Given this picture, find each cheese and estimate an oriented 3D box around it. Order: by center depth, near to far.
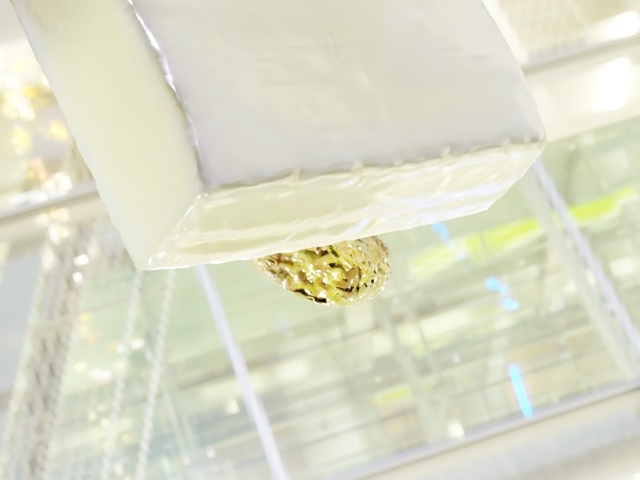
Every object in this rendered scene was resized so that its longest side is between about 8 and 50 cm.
[{"bbox_3d":[-0.025,-0.116,1.002,0.124,0.265,0.243,-49,-121,48],"label":"cheese"}]

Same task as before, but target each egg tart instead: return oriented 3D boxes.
[{"bbox_3d":[0.000,0.000,1.289,0.129,0.128,0.049,87,20,-53],"label":"egg tart"}]
